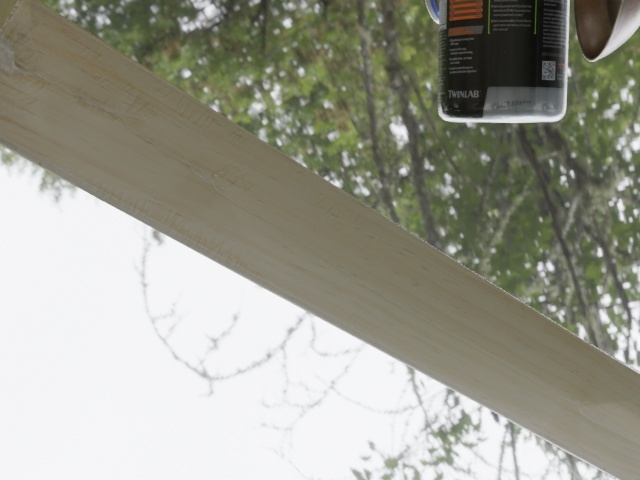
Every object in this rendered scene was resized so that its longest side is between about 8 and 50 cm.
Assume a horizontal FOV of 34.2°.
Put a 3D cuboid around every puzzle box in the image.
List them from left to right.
[{"bbox_3d":[0.000,0.000,0.544,0.052,0.409,0.272,-59,-154,1],"label":"puzzle box"}]

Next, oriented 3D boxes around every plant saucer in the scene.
[{"bbox_3d":[0.365,-0.375,1.269,0.050,0.310,0.310,1,-126,1],"label":"plant saucer"}]

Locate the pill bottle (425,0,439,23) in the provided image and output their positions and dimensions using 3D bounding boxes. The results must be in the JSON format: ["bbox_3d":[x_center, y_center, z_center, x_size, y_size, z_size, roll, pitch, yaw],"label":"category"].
[{"bbox_3d":[0.222,-0.356,1.463,0.137,0.078,0.078,-8,-127,32],"label":"pill bottle"}]

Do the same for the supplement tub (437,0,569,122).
[{"bbox_3d":[0.164,-0.202,0.933,0.117,0.117,0.190,4,-83,27],"label":"supplement tub"}]
